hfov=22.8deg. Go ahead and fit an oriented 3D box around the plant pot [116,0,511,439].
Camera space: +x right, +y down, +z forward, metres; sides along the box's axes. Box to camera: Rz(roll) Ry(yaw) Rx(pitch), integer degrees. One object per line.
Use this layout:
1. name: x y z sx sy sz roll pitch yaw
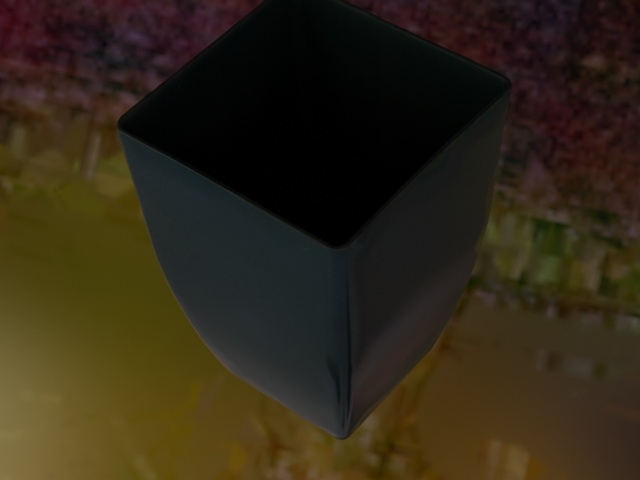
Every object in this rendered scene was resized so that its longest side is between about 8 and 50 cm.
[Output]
1. plant pot: 0.000 0.000 0.986 0.165 0.165 0.234 30 145 26
